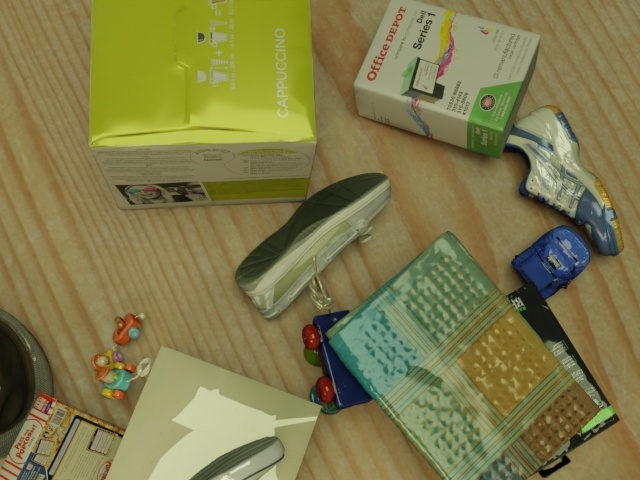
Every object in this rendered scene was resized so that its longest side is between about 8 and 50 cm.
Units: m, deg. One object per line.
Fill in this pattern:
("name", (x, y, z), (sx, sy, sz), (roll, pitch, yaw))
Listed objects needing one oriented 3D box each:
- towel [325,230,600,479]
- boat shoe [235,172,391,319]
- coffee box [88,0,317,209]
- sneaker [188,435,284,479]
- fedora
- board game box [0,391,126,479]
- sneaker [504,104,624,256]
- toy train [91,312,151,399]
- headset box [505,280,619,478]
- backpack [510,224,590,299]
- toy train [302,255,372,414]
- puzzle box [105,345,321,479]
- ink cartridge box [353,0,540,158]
("towel", (0.220, 0.205, 1.453), (0.271, 0.040, 0.370), (-38, 82, -12))
("boat shoe", (0.000, 0.001, 1.602), (0.320, 0.118, 0.103), (-42, 120, -15))
("coffee box", (-0.184, -0.259, 1.529), (0.338, 0.334, 0.337), (-1, 76, -4))
("sneaker", (-0.153, 0.384, 1.359), (0.258, 0.094, 0.091), (-33, 98, -6))
("fedora", (-0.557, 0.234, 1.468), (0.244, 0.124, 0.275), (-18, 72, -37))
("board game box", (-0.389, 0.338, 1.445), (0.045, 0.193, 0.146), (13, 71, 37))
("sneaker", (0.427, -0.089, 1.663), (0.131, 0.112, 0.296), (-28, 76, 6))
("toy train", (-0.329, 0.183, 1.514), (0.046, 0.166, 0.125), (37, 99, -31))
("headset box", (0.309, 0.254, 1.537), (0.246, 0.131, 0.283), (-28, 80, -7))
("backpack", (0.404, 0.037, 1.603), (0.120, 0.101, 0.098), (-39, 86, 16))
("toy train", (0.009, 0.163, 1.543), (0.105, 0.143, 0.248), (-9, 71, -20))
("puzzle box", (-0.195, 0.396, 1.416), (0.272, 0.052, 0.409), (21, 76, 2))
("ink cartridge box", (0.221, -0.292, 1.650), (0.278, 0.117, 0.201), (19, 74, 15))
